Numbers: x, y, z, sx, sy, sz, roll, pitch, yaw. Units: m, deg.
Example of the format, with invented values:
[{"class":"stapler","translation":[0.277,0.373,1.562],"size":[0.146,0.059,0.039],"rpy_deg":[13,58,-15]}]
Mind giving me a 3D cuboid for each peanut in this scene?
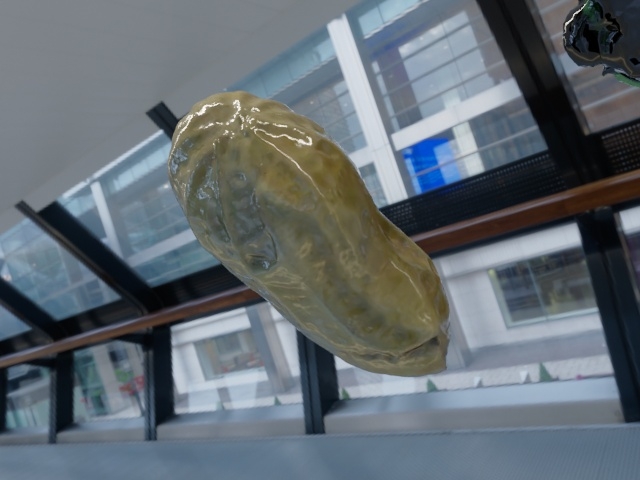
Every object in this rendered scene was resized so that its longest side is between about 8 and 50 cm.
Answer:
[{"class":"peanut","translation":[-0.003,0.000,0.509],"size":[0.174,0.340,0.158],"rpy_deg":[-24,26,39]}]

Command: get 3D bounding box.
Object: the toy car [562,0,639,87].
[{"class":"toy car","translation":[0.310,-0.327,0.456],"size":[0.176,0.358,0.213],"rpy_deg":[-36,15,-18]}]
